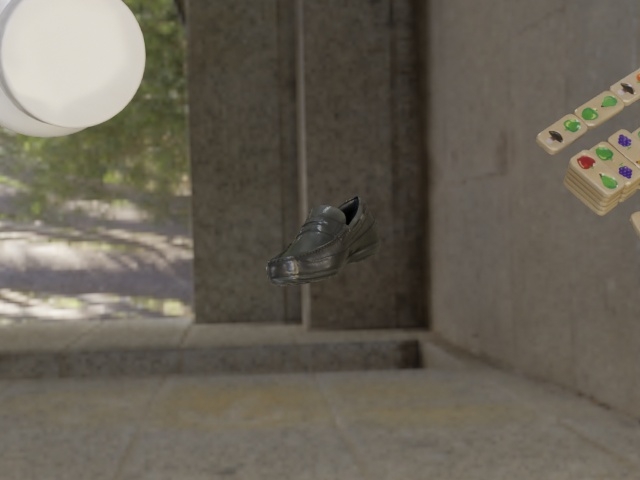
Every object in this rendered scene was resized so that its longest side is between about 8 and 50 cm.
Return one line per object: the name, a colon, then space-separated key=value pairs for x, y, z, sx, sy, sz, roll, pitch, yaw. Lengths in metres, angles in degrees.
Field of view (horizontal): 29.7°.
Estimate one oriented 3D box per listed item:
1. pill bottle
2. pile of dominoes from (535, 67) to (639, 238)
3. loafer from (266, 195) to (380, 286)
pill bottle: x=-0.145 y=-0.098 z=0.601 sx=0.160 sy=0.087 sz=0.087 roll=24 pitch=118 yaw=59
pile of dominoes: x=0.374 y=-0.108 z=1.284 sx=0.196 sy=0.251 sz=0.040 roll=46 pitch=154 yaw=25
loafer: x=0.000 y=0.000 z=1.371 sx=0.223 sy=0.076 sz=0.078 roll=-26 pitch=-75 yaw=-60
